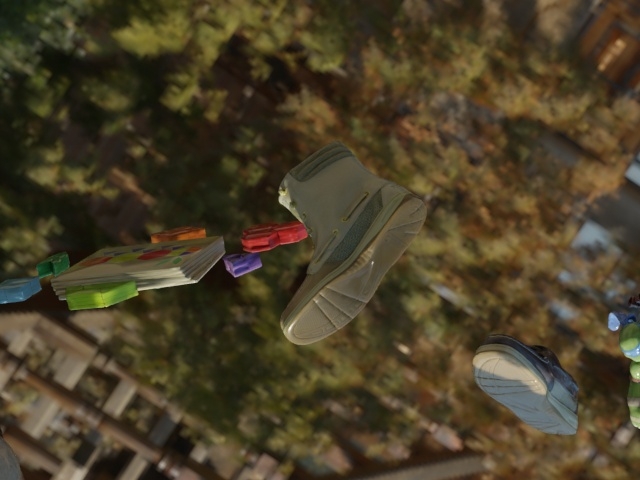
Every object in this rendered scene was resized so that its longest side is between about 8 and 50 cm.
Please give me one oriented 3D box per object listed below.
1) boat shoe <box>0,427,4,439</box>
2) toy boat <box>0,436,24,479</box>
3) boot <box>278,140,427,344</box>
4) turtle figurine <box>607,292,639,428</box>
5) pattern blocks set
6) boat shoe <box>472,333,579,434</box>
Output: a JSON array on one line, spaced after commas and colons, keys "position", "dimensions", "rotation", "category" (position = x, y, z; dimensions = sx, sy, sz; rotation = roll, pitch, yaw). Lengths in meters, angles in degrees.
[{"position": [-0.480, 0.190, 1.506], "dimensions": [0.095, 0.257, 0.095], "rotation": [-34, -143, 14], "category": "boat shoe"}, {"position": [-0.257, 0.206, 0.831], "dimensions": [0.151, 0.151, 0.231], "rotation": [-18, 180, -23], "category": "toy boat"}, {"position": [0.000, 0.000, 1.490], "dimensions": [0.213, 0.165, 0.077], "rotation": [-50, 141, 0], "category": "boot"}, {"position": [0.538, 0.204, 1.834], "dimensions": [0.275, 0.266, 0.197], "rotation": [40, -64, 43], "category": "turtle figurine"}, {"position": [-0.206, 0.031, 1.535], "dimensions": [0.285, 0.325, 0.026], "rotation": [-33, 116, -60], "category": "pattern blocks set"}, {"position": [0.305, 0.196, 1.915], "dimensions": [0.103, 0.285, 0.092], "rotation": [-4, -121, 35], "category": "boat shoe"}]
